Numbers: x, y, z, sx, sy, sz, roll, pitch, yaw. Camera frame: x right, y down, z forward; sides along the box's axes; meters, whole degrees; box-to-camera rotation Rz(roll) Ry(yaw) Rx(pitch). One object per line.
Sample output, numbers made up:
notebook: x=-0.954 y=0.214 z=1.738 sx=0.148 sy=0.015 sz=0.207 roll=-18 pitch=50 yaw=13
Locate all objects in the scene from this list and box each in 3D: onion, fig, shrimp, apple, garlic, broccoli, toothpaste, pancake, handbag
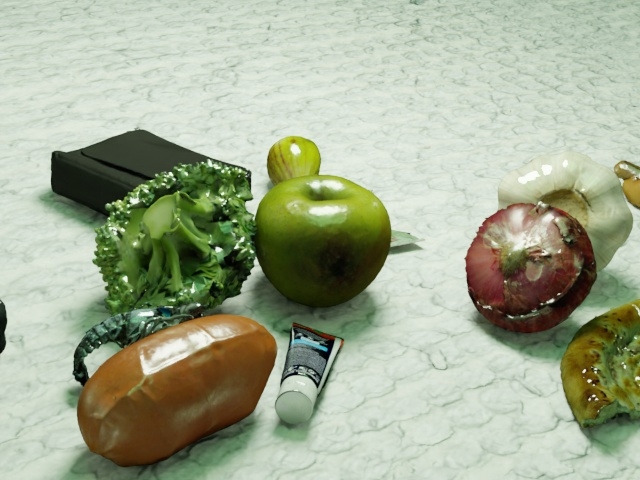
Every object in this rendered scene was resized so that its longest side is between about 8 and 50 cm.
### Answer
onion: x=0.287 y=0.042 z=1.593 sx=0.184 sy=0.184 sz=0.147 roll=22 pitch=-11 yaw=23
fig: x=-0.038 y=-0.104 z=1.799 sx=0.093 sy=0.093 sz=0.166 roll=3 pitch=27 yaw=-9
shrimp: x=-0.215 y=0.105 z=1.358 sx=0.174 sy=0.076 sz=0.082 roll=-26 pitch=5 yaw=-17
apple: x=0.000 y=0.000 z=1.567 sx=0.196 sy=0.157 sz=0.196 roll=9 pitch=26 yaw=-4
garlic: x=0.362 y=-0.026 z=1.738 sx=0.199 sy=0.199 sz=0.226 roll=16 pitch=-1 yaw=12
broccoli: x=-0.179 y=0.003 z=1.486 sx=0.198 sy=0.226 sz=0.176 roll=43 pitch=13 yaw=15
toothpaste: x=-0.014 y=0.154 z=1.419 sx=0.071 sy=0.045 sz=0.193 roll=18 pitch=24 yaw=0
pancake: x=0.424 y=0.153 z=1.518 sx=0.197 sy=0.054 sz=0.376 roll=22 pitch=34 yaw=21
handbag: x=-0.254 y=-0.089 z=1.746 sx=0.247 sy=0.080 sz=0.223 roll=22 pitch=25 yaw=27

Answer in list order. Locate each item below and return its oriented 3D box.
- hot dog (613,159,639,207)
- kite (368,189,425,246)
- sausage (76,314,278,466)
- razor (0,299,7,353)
hot dog: x=0.558 y=-0.088 z=1.961 sx=0.089 sy=0.060 sz=0.140 roll=-11 pitch=31 yaw=-38
kite: x=0.050 y=-0.028 z=1.773 sx=0.229 sy=0.012 sz=0.250 roll=14 pitch=30 yaw=11
sausage: x=-0.155 y=0.158 z=1.290 sx=0.258 sy=0.133 sz=0.133 roll=-22 pitch=41 yaw=-41
razor: x=-0.439 y=0.105 z=1.345 sx=0.148 sy=0.090 sz=0.054 roll=-4 pitch=44 yaw=-21
